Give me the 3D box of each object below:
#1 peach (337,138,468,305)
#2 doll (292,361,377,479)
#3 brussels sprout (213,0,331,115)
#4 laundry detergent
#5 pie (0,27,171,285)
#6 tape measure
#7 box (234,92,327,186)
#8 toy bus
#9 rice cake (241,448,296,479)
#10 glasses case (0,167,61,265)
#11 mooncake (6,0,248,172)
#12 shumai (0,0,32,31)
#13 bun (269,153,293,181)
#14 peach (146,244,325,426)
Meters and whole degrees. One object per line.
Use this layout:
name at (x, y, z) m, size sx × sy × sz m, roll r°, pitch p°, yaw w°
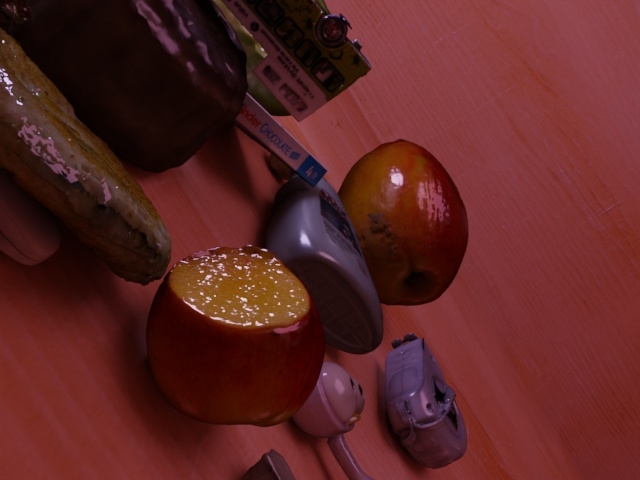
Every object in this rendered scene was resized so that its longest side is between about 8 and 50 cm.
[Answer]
peach at (0.165, -0.040, 1.583) m, size 0.373 × 0.289 × 0.373 m, roll 54°, pitch 22°, yaw -35°
doll at (0.049, 0.296, 0.983) m, size 0.365 × 0.094 × 0.160 m, roll 65°, pitch 14°, yaw 18°
brussels sprout at (-0.099, -0.412, 1.457) m, size 0.344 × 0.268 × 0.345 m, roll -12°, pitch 90°, yaw -88°
laundry detergent at (0.000, 0.000, 1.327) m, size 0.264 × 0.124 × 0.398 m, roll 47°, pitch 18°, yaw -31°
pie at (-0.247, -0.086, 0.686) m, size 0.323 × 0.070 × 0.323 m, roll 52°, pitch -4°, yaw 5°
tape measure at (0.194, 0.315, 1.354) m, size 0.197 × 0.120 × 0.236 m, roll 56°, pitch 20°, yaw -19°
box at (-0.140, -0.223, 1.254) m, size 0.265 × 0.048 × 0.273 m, roll 40°, pitch 1°, yaw 38°
toy bus at (-0.067, -0.314, 1.008) m, size 0.302 × 0.139 × 0.113 m, roll 48°, pitch 14°, yaw -10°
rice cake at (-0.008, 0.343, 0.780) m, size 0.052 × 0.057 × 0.256 m, roll -23°, pitch 81°, yaw -48°
glasses case at (-0.298, -0.060, 0.636) m, size 0.193 × 0.049 × 0.074 m, roll 53°, pitch 11°, yaw -22°
mooncake at (-0.233, -0.261, 0.962) m, size 0.324 × 0.187 × 0.324 m, roll 53°, pitch 15°, yaw -20°
shumai at (-0.352, -0.266, 0.792) m, size 0.083 × 0.080 × 0.082 m, roll 36°, pitch 26°, yaw -51°
bun at (-0.075, -0.161, 1.509) m, size 0.086 × 0.054 × 0.086 m, roll -17°, pitch 90°, yaw -78°
peach at (-0.085, 0.093, 0.761) m, size 0.190 × 0.190 × 0.193 m, roll 23°, pitch 65°, yaw -65°
